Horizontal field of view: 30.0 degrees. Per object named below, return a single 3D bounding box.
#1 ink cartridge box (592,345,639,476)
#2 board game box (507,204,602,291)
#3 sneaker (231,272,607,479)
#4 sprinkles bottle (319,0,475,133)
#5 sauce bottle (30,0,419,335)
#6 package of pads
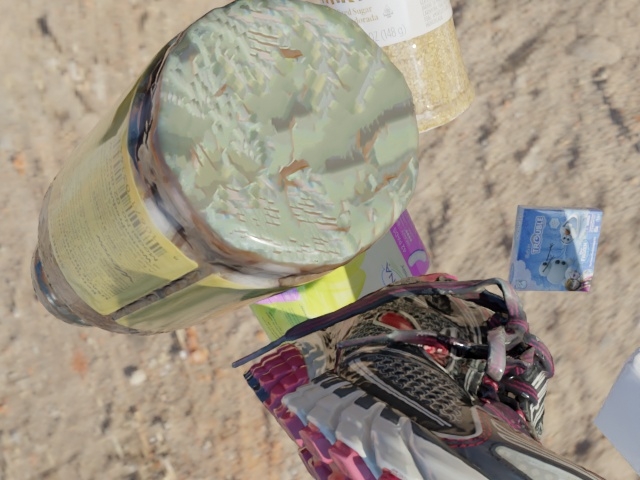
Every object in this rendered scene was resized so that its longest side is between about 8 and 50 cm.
[{"bbox_3d":[0.380,0.170,0.916,0.273,0.198,0.114,52,155,25],"label":"ink cartridge box"},{"bbox_3d":[0.246,0.009,1.255,0.020,0.090,0.090,-127,40,-70],"label":"board game box"},{"bbox_3d":[0.048,0.066,0.459,0.112,0.299,0.121,-38,103,-5],"label":"sneaker"},{"bbox_3d":[0.042,-0.274,1.075,0.121,0.121,0.355,-2,117,35],"label":"sprinkles bottle"},{"bbox_3d":[-0.076,-0.012,0.573,0.344,0.111,0.111,-21,87,63],"label":"sauce bottle"},{"bbox_3d":[0.000,0.000,1.329,0.101,0.229,0.296,-3,130,37],"label":"package of pads"}]
